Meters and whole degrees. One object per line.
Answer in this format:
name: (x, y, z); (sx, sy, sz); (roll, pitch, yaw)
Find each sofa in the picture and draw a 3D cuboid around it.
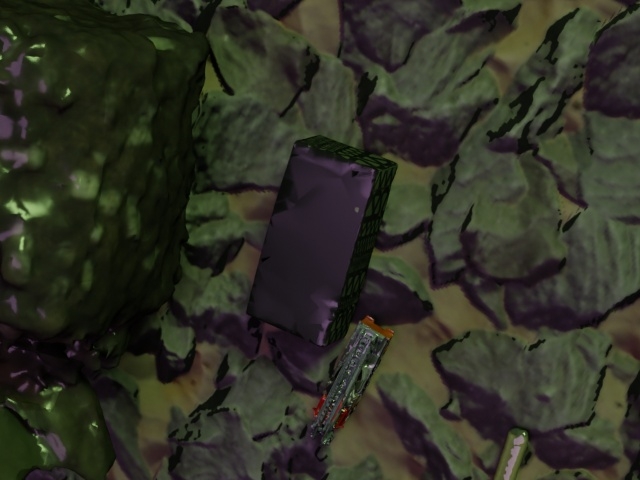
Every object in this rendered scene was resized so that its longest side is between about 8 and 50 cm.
sofa: (0.000, 0.000, 0.731); (0.060, 0.039, 0.117); (21, 107, 18)

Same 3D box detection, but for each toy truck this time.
toy truck: (0.017, 0.088, 0.743); (0.024, 0.032, 0.083); (31, 111, 11)

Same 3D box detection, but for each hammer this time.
hammer: (0.088, 0.204, 0.724); (0.028, 0.060, 0.195); (19, 102, 20)

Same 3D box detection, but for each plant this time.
plant: (-0.197, 0.002, 0.725); (0.215, 0.213, 0.312); (15, 108, 16)
